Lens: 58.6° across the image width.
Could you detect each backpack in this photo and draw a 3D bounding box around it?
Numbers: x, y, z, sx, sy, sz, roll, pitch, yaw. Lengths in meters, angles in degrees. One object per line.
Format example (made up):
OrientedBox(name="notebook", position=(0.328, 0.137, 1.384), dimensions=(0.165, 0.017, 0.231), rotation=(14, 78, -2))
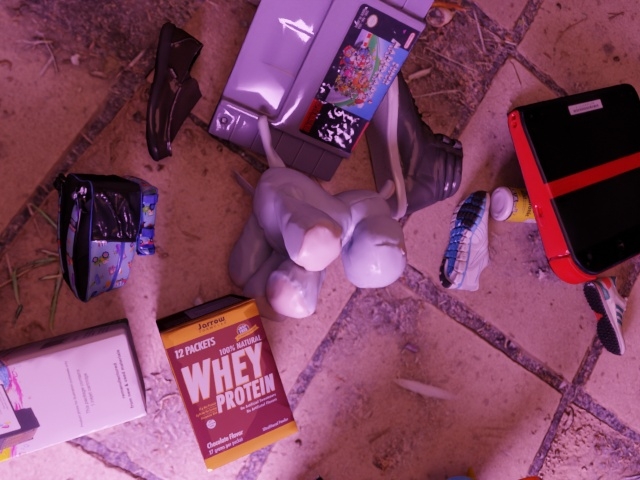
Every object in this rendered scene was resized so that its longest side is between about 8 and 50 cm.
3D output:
OrientedBox(name="backpack", position=(-0.307, -0.004, 0.810), dimensions=(0.117, 0.158, 0.173), rotation=(-1, 101, -36))

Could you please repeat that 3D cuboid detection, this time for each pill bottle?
OrientedBox(name="pill bottle", position=(0.386, -0.066, 1.080), dimensions=(0.116, 0.065, 0.065), rotation=(3, 86, -18))

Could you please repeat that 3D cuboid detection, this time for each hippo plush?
OrientedBox(name="hippo plush", position=(0.000, 0.000, 0.910), dimensions=(0.237, 0.234, 0.294), rotation=(6, 42, -35))

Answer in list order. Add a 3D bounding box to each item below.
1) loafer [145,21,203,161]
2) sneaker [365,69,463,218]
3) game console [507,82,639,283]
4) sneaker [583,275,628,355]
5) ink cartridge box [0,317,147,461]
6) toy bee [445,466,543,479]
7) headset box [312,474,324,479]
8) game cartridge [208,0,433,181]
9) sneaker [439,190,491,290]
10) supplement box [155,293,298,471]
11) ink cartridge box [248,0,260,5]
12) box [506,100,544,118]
OrientedBox(name="loafer", position=(-0.223, -0.228, 0.883), dimensions=(0.078, 0.080, 0.219), rotation=(9, 84, -17))
OrientedBox(name="sneaker", position=(0.165, -0.194, 1.001), dimensions=(0.147, 0.104, 0.295), rotation=(-11, 96, -20))
OrientedBox(name="game console", position=(0.540, -0.120, 1.108), dimensions=(0.387, 0.060, 0.341), rotation=(-18, 87, -31))
OrientedBox(name="sneaker", position=(0.589, 0.147, 1.137), dimensions=(0.075, 0.057, 0.161), rotation=(-21, 90, -12))
OrientedBox(name="ink cartridge box", position=(-0.381, 0.198, 0.744), dimensions=(0.278, 0.201, 0.117), rotation=(-14, 91, -18))
OrientedBox(name="toy bee", position=(0.241, 0.480, 0.972), dimensions=(0.195, 0.299, 0.162), rotation=(-58, 138, -46))
OrientedBox(name="headset box", position=(0.060, 0.538, 0.846), dimensions=(0.131, 0.246, 0.283), rotation=(-34, 98, -17))
OrientedBox(name="game cartridge", position=(-0.002, -0.270, 0.856), dimensions=(0.230, 0.068, 0.355), rotation=(23, 123, -13))
OrientedBox(name="sneaker", position=(0.282, 0.004, 1.047), dimensions=(0.083, 0.071, 0.190), rotation=(17, 90, -23))
OrientedBox(name="supplement box", position=(-0.144, 0.190, 0.826), dimensions=(0.129, 0.194, 0.191), rotation=(-19, 93, -18))
OrientedBox(name="ink cartridge box", position=(-0.018, -0.526, 0.905), dimensions=(0.115, 0.198, 0.272), rotation=(14, 83, -17))
OrientedBox(name="box", position=(0.413, -0.232, 1.122), dimensions=(0.083, 0.018, 0.067), rotation=(-20, 93, -18))
